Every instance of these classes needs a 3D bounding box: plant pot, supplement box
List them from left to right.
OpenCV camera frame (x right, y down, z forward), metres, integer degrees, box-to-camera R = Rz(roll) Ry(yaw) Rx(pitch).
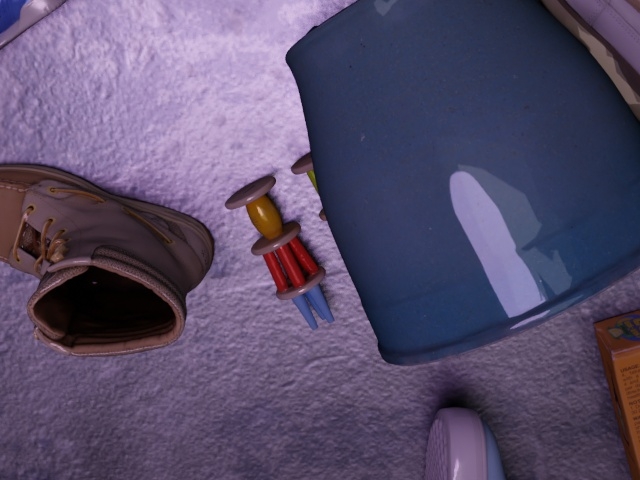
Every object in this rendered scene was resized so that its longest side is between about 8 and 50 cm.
[{"bbox_3d":[0.109,-0.080,0.756,0.271,0.271,0.255,-28,95,10],"label":"plant pot"},{"bbox_3d":[0.331,0.185,0.917,0.080,0.078,0.233,-19,107,7],"label":"supplement box"}]

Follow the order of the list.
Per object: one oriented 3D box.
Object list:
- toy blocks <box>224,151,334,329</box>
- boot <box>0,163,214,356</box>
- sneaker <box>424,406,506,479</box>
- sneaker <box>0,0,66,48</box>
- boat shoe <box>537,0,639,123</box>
[{"bbox_3d":[0.000,0.000,0.880,0.123,0.054,0.148,-27,106,8],"label":"toy blocks"},{"bbox_3d":[-0.228,0.014,0.810,0.262,0.203,0.095,15,107,-5],"label":"boot"},{"bbox_3d":[0.193,0.311,0.944,0.150,0.135,0.366,-12,116,-3],"label":"sneaker"},{"bbox_3d":[-0.302,-0.199,0.820,0.152,0.058,0.085,-34,110,7],"label":"sneaker"},{"bbox_3d":[0.213,-0.222,0.782,0.103,0.113,0.302,-44,109,7],"label":"boat shoe"}]
